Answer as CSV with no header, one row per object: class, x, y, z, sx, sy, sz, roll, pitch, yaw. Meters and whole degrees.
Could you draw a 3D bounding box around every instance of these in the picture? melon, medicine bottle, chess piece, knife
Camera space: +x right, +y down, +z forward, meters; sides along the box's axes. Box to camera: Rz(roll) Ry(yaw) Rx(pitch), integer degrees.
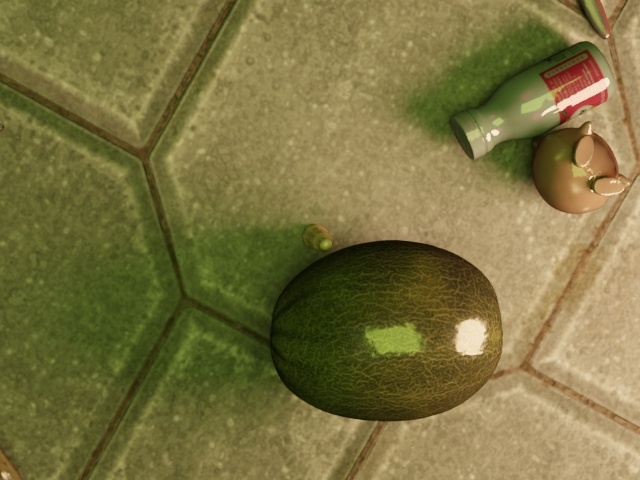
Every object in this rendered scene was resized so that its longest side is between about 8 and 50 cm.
melon,0.083,0.118,1.806,0.302,0.237,0.237,-3,97,-8
medicine bottle,0.286,-0.186,1.877,0.217,0.090,0.090,-27,101,-4
chess piece,0.000,0.000,1.851,0.035,0.092,0.035,-1,98,-9
knife,0.336,-0.386,1.900,0.035,0.018,0.247,-30,98,-2

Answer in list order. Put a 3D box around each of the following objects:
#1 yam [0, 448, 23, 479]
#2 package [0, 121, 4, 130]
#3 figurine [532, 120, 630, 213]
yam,-0.508,0.225,1.808,0.071,0.067,0.317,-37,100,11
package,-0.448,-0.189,1.792,0.037,0.015,0.110,-23,101,-7
figurine,0.347,-0.097,1.876,0.125,0.138,0.125,-1,93,-12
